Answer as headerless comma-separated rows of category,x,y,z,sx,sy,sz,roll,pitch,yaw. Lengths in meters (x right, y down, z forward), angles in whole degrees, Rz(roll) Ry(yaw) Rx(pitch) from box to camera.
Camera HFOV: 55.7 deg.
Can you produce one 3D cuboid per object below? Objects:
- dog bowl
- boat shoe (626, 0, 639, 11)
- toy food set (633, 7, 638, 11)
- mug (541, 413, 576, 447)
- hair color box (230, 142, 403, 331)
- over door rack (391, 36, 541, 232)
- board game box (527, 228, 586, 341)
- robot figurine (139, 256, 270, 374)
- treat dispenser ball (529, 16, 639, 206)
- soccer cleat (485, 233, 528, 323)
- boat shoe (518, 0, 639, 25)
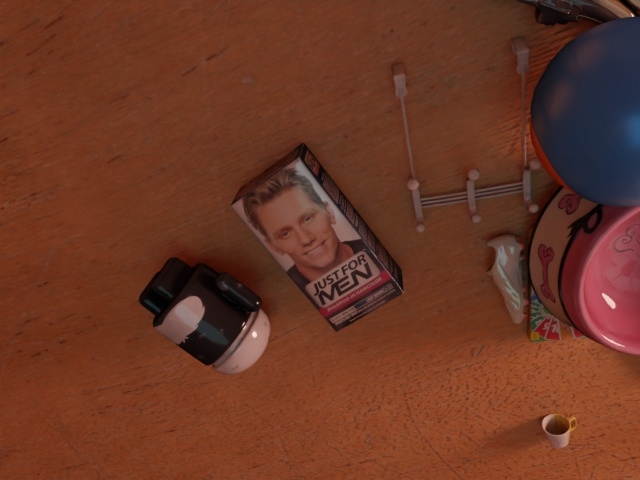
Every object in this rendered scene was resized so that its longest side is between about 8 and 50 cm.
dog bowl,0.613,0.038,1.131,0.407,0.150,0.408,-1,114,-2
boat shoe,0.606,-0.366,0.964,0.302,0.109,0.098,34,124,-5
toy food set,0.588,-0.425,1.008,0.122,0.019,0.078,-2,115,13
mug,0.559,0.447,1.406,0.078,0.062,0.064,-10,122,17
hair color box,0.000,0.000,1.212,0.173,0.105,0.347,-33,108,18
over door rack,0.268,-0.176,1.104,0.239,0.108,0.325,-9,114,8
board game box,0.496,0.092,1.256,0.124,0.039,0.260,-6,112,6
robot figurine,-0.235,0.158,1.273,0.278,0.209,0.174,38,76,-13
treat dispenser ball,0.478,-0.197,0.944,0.287,0.288,0.289,2,116,4
soccer cleat,0.382,0.080,1.244,0.076,0.068,0.197,-6,108,13
boat shoe,0.384,-0.402,0.995,0.285,0.103,0.092,22,127,-9
